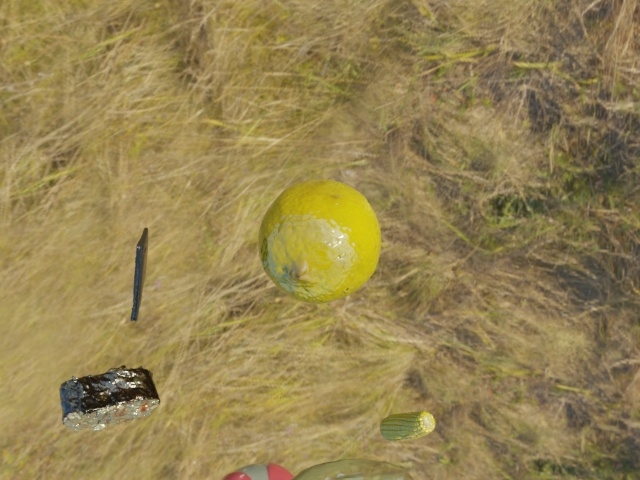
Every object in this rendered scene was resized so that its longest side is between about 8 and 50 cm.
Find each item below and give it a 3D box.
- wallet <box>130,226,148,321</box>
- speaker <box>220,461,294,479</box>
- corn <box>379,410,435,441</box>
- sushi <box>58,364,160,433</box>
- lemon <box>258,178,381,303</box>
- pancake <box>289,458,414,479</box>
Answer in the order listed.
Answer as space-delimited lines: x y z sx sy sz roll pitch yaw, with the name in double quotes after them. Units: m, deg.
-0.500 0.095 1.732 0.025 0.124 0.244 7 115 -11 "wallet"
-0.180 0.807 1.869 0.294 0.294 0.294 14 127 19 "speaker"
0.206 0.448 1.504 0.067 0.067 0.206 42 148 -4 "corn"
-0.340 0.257 1.008 0.078 0.150 0.090 67 148 30 "sushi"
0.000 0.000 1.558 0.336 0.336 0.336 14 127 19 "lemon"
0.017 0.367 0.642 0.049 0.294 0.294 9 130 54 "pancake"
